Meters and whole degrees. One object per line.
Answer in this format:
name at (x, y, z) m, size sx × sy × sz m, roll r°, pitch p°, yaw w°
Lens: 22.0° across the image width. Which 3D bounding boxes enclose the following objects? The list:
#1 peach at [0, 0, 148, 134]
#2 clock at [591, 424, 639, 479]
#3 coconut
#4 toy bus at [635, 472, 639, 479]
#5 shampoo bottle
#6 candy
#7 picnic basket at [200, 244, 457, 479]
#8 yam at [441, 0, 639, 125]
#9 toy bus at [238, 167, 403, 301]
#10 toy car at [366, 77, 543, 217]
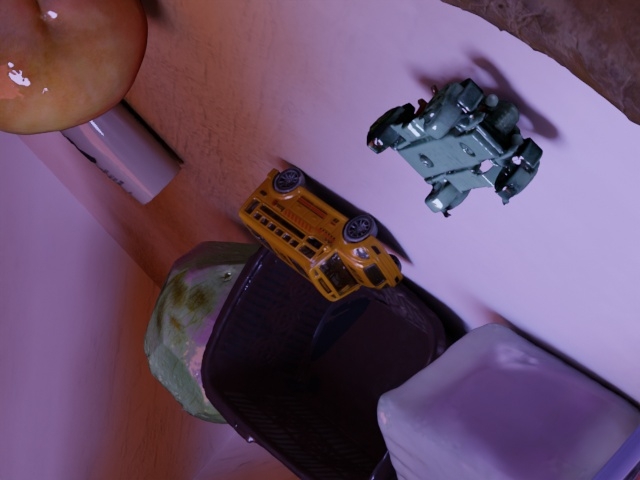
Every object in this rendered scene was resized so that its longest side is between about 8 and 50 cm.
peach at (-0.233, -0.174, 1.387) m, size 0.184 × 0.184 × 0.184 m, roll 42°, pitch 171°, yaw 8°
clock at (0.267, 0.211, 1.083) m, size 0.193 × 0.144 × 0.073 m, roll 44°, pitch 171°, yaw -4°
coconut at (-0.102, 0.105, 2.009) m, size 0.205 × 0.236 × 0.236 m, roll 22°, pitch 177°, yaw -17°
toy bus at (0.314, 0.260, 0.787) m, size 0.427 × 0.233 × 0.203 m, roll 47°, pitch 166°, yaw -24°
shampoo bottle at (-0.281, -0.154, 1.978) m, size 0.257 × 0.078 × 0.127 m, roll 46°, pitch 171°, yaw -10°
candy at (0.189, 0.244, 1.396) m, size 0.208 × 0.145 × 0.358 m, roll 36°, pitch 156°, yaw 40°
picnic basket at (0.031, 0.124, 1.616) m, size 0.129 × 0.222 × 0.297 m, roll 21°, pitch -171°, yaw -44°
yam at (0.089, -0.102, 0.637) m, size 0.357 × 0.081 × 0.081 m, roll 34°, pitch 167°, yaw 46°
toy bus at (0.000, 0.000, 1.488) m, size 0.162 × 0.074 × 0.069 m, roll 36°, pitch 167°, yaw 44°
toy car at (0.080, -0.058, 0.956) m, size 0.073 × 0.054 × 0.143 m, roll 43°, pitch 167°, yaw -9°
